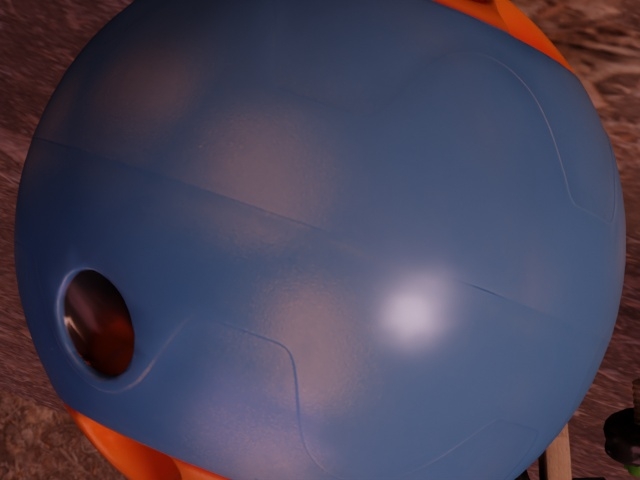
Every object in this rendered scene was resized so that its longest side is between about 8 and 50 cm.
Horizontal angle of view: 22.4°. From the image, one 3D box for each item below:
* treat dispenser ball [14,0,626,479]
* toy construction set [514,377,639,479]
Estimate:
[{"bbox_3d":[0.000,0.000,0.774,0.288,0.288,0.288,19,163,6],"label":"treat dispenser ball"},{"bbox_3d":[0.072,0.045,1.026,0.308,0.237,0.257,1,-163,25],"label":"toy construction set"}]
